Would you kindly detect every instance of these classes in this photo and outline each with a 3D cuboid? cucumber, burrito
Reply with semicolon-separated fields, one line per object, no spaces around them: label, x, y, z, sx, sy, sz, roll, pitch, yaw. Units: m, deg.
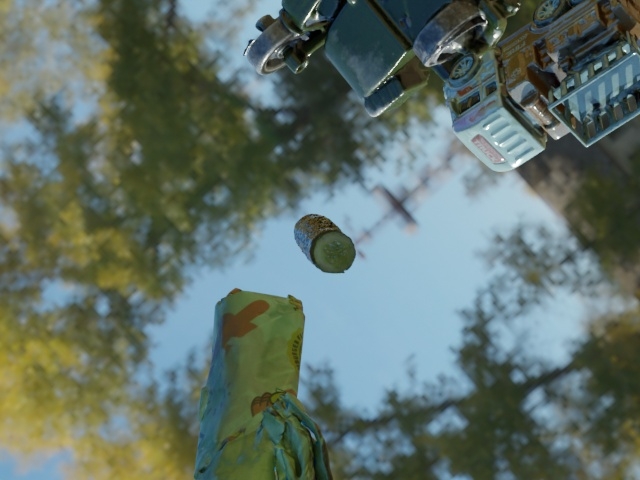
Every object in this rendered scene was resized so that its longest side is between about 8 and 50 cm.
cucumber;0.000;0.000;1.069;0.032;0.032;0.133;45;179;-10
burrito;-0.039;0.138;1.042;0.054;0.104;0.288;44;-144;-35

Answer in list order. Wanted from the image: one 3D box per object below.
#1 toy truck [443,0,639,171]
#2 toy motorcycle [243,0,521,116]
toy truck;0.180;-0.119;1.191;0.080;0.177;0.115;40;-147;-28
toy motorcycle;0.056;-0.211;1.436;0.127;0.275;0.205;-31;-103;-40
